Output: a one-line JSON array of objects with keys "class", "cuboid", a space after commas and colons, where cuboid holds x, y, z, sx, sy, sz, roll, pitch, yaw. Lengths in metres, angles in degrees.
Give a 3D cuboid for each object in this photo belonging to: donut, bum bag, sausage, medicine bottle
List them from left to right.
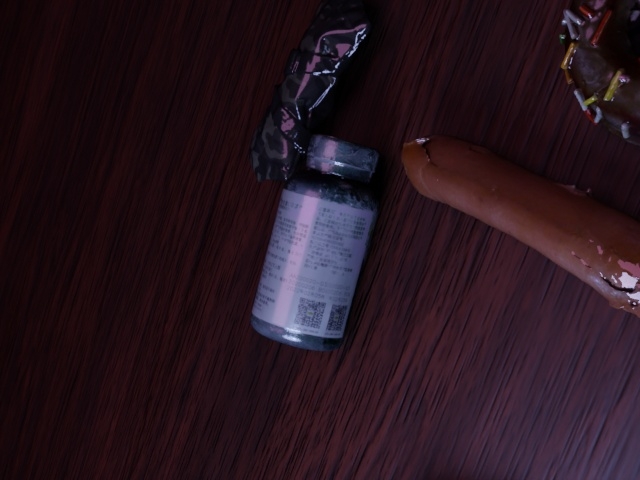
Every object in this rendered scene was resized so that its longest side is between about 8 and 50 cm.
[{"class": "bum bag", "cuboid": [-0.022, -0.233, 1.282, 0.340, 0.095, 0.144, -60, 31, 18]}, {"class": "medicine bottle", "cuboid": [0.000, 0.000, 1.175, 0.141, 0.141, 0.293, 21, 98, 47]}, {"class": "sausage", "cuboid": [0.252, -0.028, 0.950, 0.419, 0.094, 0.094, 37, 148, 44]}, {"class": "donut", "cuboid": [0.371, -0.224, 0.854, 0.270, 0.103, 0.269, -13, 71, 44]}]
